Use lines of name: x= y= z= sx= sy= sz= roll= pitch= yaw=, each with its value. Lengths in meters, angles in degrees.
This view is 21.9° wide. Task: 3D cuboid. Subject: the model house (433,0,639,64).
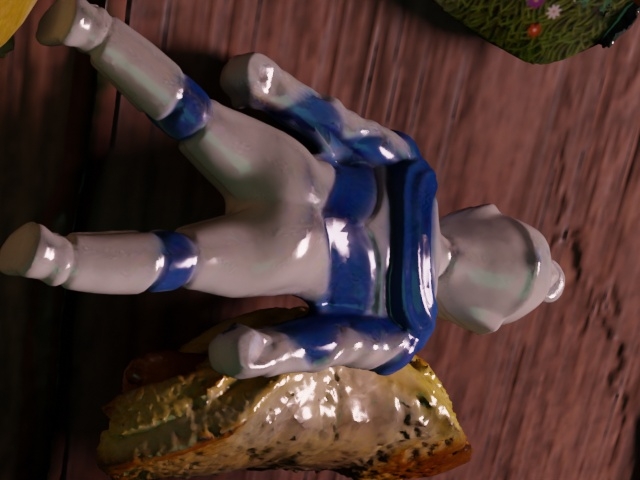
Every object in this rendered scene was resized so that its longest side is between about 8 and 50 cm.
model house: x=0.118 y=-0.171 z=0.459 sx=0.207 sy=0.154 sz=0.294 roll=27 pitch=110 yaw=-32

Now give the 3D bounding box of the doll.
doll: x=0.000 y=0.000 z=0.569 sx=0.227 sy=0.114 sz=0.057 roll=17 pitch=155 yaw=-32

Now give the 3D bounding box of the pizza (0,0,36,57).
pizza: x=-0.115 y=-0.118 z=0.460 sx=0.204 sy=0.080 sz=0.188 roll=-21 pitch=125 yaw=-7

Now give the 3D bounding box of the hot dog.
hot dog: x=-0.010 y=0.054 z=0.607 sx=0.169 sy=0.061 sz=0.078 roll=8 pitch=150 yaw=-40
